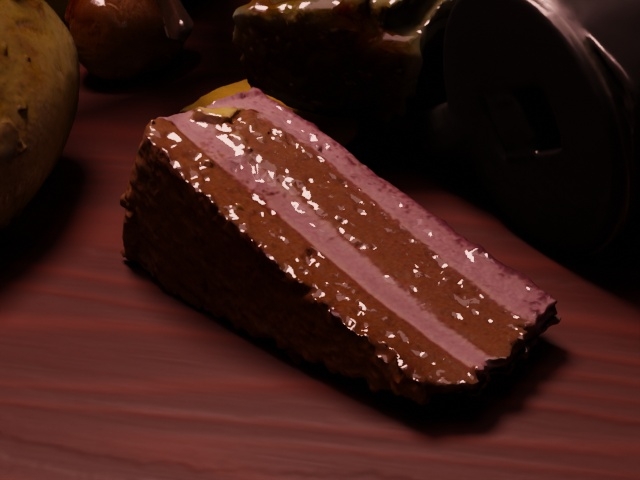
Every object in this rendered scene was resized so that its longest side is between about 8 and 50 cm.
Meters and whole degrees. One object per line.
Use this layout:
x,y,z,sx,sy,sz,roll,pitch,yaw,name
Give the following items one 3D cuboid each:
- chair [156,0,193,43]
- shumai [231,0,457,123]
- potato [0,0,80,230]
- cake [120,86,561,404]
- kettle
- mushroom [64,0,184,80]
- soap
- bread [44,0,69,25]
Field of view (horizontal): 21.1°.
-0.152,-0.302,1.231,0.160,0.186,0.319,17,27,-27,chair
0.010,-0.182,1.211,0.222,0.225,0.260,-52,2,-12,shumai
-0.280,-0.074,1.103,0.210,0.173,0.307,13,38,34,potato
0.000,0.000,0.993,0.116,0.113,0.295,-32,44,-33,cake
0.229,-0.138,1.081,0.308,0.203,0.262,-24,36,-21,kettle
-0.172,-0.165,1.341,0.129,0.073,0.088,2,72,26,mushroom
-0.044,-0.088,1.213,0.089,0.033,0.168,-20,31,-33,soap
-0.251,-0.361,1.455,0.348,0.348,0.308,-17,19,-16,bread
